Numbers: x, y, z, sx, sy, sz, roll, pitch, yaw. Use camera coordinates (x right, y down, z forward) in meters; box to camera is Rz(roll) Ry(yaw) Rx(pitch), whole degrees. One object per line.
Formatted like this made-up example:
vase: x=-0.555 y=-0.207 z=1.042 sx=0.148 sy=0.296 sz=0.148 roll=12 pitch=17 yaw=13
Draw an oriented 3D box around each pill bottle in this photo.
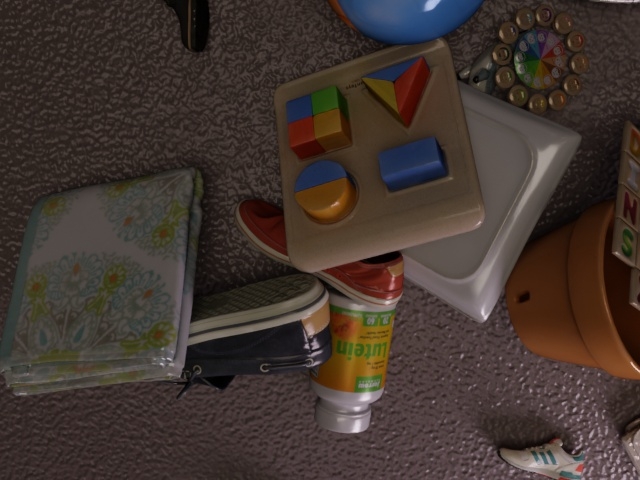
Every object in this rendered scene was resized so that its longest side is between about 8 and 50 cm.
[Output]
pill bottle: x=0.053 y=0.209 z=1.431 sx=0.136 sy=0.136 sz=0.246 roll=7 pitch=100 yaw=2

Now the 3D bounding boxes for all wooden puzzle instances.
wooden puzzle: x=0.074 y=-0.151 z=1.294 sx=0.322 sy=0.080 sz=0.348 roll=-15 pitch=66 yaw=17

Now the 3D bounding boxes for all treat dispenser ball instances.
treat dispenser ball: x=0.132 y=-0.447 z=1.236 sx=0.288 sy=0.288 sz=0.288 roll=1 pitch=100 yaw=3

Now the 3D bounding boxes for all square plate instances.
square plate: x=0.199 y=-0.091 z=1.349 sx=0.344 sy=0.049 sz=0.347 roll=30 pitch=102 yaw=22

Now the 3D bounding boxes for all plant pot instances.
plant pot: x=0.443 y=0.084 z=1.315 sx=0.203 sy=0.291 sz=0.291 roll=-12 pitch=102 yaw=47

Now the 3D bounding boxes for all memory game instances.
memory game: x=0.373 y=-0.304 z=1.357 sx=0.186 sy=0.012 sz=0.186 roll=-1 pitch=95 yaw=-16

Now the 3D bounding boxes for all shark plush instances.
shark plush: x=0.302 y=-0.302 z=1.387 sx=0.067 sy=0.073 sz=0.161 roll=41 pitch=79 yaw=-23

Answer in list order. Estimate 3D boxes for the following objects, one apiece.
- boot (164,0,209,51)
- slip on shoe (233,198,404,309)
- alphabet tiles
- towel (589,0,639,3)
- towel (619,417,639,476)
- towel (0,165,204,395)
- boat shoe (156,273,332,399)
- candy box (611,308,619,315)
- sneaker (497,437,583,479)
boot: x=-0.267 y=-0.419 z=1.382 sx=0.137 sy=0.077 sz=0.198 roll=-3 pitch=86 yaw=9
slip on shoe: x=0.000 y=0.000 z=1.377 sx=0.331 sy=0.123 sz=0.101 roll=27 pitch=122 yaw=19
alphabet tiles: x=0.553 y=-0.029 z=1.289 sx=0.285 sy=0.011 sz=0.342 roll=29 pitch=63 yaw=-34
towel: x=0.552 y=-0.540 z=1.304 sx=0.324 sy=0.056 sz=0.312 roll=3 pitch=96 yaw=4
towel: x=0.705 y=0.363 z=1.465 sx=0.282 sy=0.049 sz=0.187 roll=-28 pitch=98 yaw=7
towel: x=-0.358 y=0.065 z=1.341 sx=0.320 sy=0.090 sz=0.374 roll=-7 pitch=61 yaw=16
boat shoe: x=-0.206 y=0.184 z=1.393 sx=0.500 sy=0.187 sz=0.156 roll=-13 pitch=110 yaw=20
candy box: x=0.600 y=0.118 z=1.425 sx=0.186 sy=0.053 sz=0.109 roll=-41 pitch=95 yaw=10
sneaker: x=0.410 y=0.396 z=1.490 sx=0.161 sy=0.057 sz=0.075 roll=17 pitch=84 yaw=2
